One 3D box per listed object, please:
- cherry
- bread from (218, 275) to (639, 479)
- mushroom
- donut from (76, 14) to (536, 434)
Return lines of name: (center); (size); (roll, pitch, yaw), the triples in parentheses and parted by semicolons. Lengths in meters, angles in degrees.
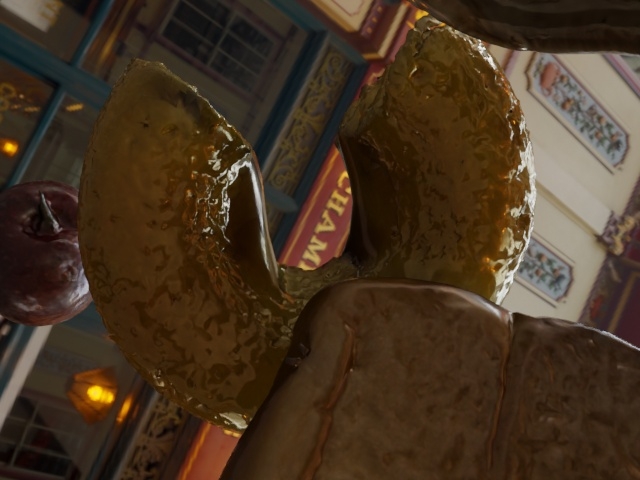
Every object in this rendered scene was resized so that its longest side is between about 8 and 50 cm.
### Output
cherry: (-0.459, 0.030, 1.171); (0.230, 0.202, 0.300); (66, -28, 22)
bread: (0.090, 0.204, 0.465); (0.148, 0.327, 0.337); (104, 3, -60)
mushroom: (0.141, -0.143, 0.395); (0.209, 0.094, 0.072); (23, -101, 47)
donut: (0.000, 0.000, 0.636); (0.163, 0.434, 0.378); (-143, -141, -84)
